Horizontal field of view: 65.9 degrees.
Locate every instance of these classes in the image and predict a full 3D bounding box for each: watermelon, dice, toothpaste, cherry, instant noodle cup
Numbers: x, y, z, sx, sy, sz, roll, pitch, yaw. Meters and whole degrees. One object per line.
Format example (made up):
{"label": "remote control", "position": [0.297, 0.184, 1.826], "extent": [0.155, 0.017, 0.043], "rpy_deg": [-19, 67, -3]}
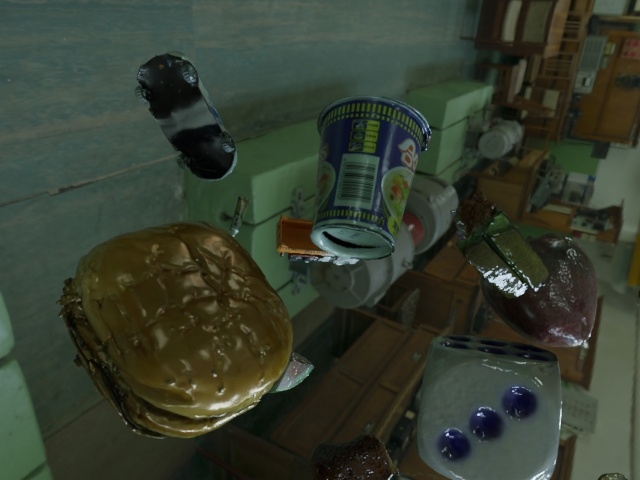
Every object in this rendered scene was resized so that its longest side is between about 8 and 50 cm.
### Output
{"label": "watermelon", "position": [-0.175, 0.427, 1.793], "extent": [0.223, 0.305, 0.180], "rpy_deg": [-18, 116, -35]}
{"label": "dice", "position": [0.345, 0.340, 1.024], "extent": [0.243, 0.259, 0.252], "rpy_deg": [-4, 100, -73]}
{"label": "toothpaste", "position": [-0.284, -0.084, 1.705], "extent": [0.049, 0.031, 0.204], "rpy_deg": [32, 40, -22]}
{"label": "toothpaste", "position": [0.410, 0.036, 1.327], "extent": [0.170, 0.028, 0.045], "rpy_deg": [52, 36, -22]}
{"label": "cherry", "position": [0.515, 0.111, 1.150], "extent": [0.261, 0.308, 0.221], "rpy_deg": [-11, 150, -18]}
{"label": "instant noodle cup", "position": [0.101, -0.130, 1.161], "extent": [0.284, 0.284, 0.313], "rpy_deg": [53, 44, -59]}

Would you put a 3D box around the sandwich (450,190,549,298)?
{"label": "sandwich", "position": [0.327, 0.012, 0.936], "extent": [0.109, 0.160, 0.185], "rpy_deg": [-40, 115, 12]}

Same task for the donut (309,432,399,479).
{"label": "donut", "position": [0.083, 0.574, 1.261], "extent": [0.144, 0.186, 0.126], "rpy_deg": [-28, 104, -56]}

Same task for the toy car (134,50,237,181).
{"label": "toy car", "position": [-0.201, -0.186, 0.762], "extent": [0.056, 0.095, 0.205], "rpy_deg": [-87, 154, -57]}

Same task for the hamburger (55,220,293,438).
{"label": "hamburger", "position": [-0.184, 0.115, 0.688], "extent": [0.158, 0.319, 0.318], "rpy_deg": [-48, 169, 33]}

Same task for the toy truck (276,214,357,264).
{"label": "toy truck", "position": [0.000, 0.000, 1.467], "extent": [0.135, 0.270, 0.114], "rpy_deg": [132, -40, -60]}

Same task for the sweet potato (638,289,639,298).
{"label": "sweet potato", "position": [0.673, 0.110, 0.947], "extent": [0.054, 0.053, 0.182], "rpy_deg": [-58, 165, -10]}

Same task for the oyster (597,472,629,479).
{"label": "oyster", "position": [0.667, 0.690, 0.998], "extent": [0.204, 0.111, 0.396], "rpy_deg": [-27, 84, -48]}
